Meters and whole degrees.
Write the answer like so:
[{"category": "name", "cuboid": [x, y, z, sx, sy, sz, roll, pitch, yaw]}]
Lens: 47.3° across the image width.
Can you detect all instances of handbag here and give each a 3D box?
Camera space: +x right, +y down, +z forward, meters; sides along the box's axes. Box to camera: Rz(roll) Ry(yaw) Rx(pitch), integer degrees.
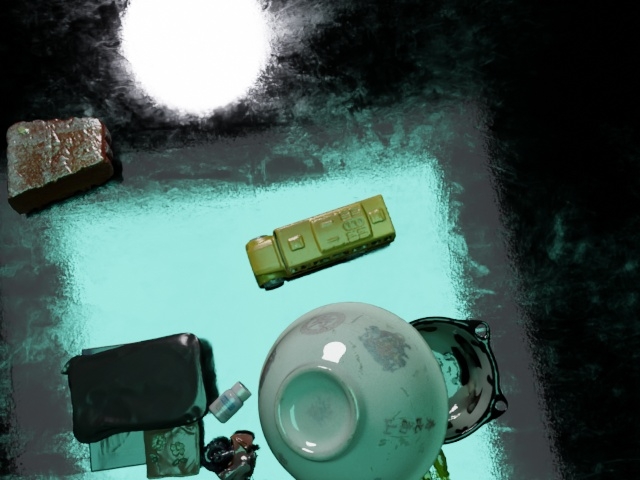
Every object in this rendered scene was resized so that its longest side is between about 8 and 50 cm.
[{"category": "handbag", "cuboid": [-0.395, 0.314, 1.554, 0.332, 0.075, 0.192, -14, 76, 12]}]

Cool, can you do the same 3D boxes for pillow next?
[{"category": "pillow", "cuboid": [-0.325, 0.395, 1.587, 0.126, 0.043, 0.233, -5, 80, -2]}]

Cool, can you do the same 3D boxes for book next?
[{"category": "book", "cuboid": [-0.423, 0.362, 1.621, 0.190, 0.025, 0.270, -6, 81, -5]}]

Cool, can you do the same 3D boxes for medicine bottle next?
[{"category": "medicine bottle", "cuboid": [-0.200, 0.358, 1.620, 0.089, 0.052, 0.052, -43, 85, -10]}]

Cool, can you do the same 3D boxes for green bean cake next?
[{"category": "green bean cake", "cuboid": [-0.593, -0.177, 1.671, 0.232, 0.097, 0.199, -9, 79, -5]}]

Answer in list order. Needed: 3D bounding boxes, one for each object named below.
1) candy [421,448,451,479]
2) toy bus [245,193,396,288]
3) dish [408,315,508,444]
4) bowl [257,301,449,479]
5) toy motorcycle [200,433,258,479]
[{"category": "candy", "cuboid": [0.143, 0.551, 1.560, 0.297, 0.081, 0.187, -16, 80, 17]}, {"category": "toy bus", "cuboid": [0.000, 0.000, 1.659, 0.335, 0.123, 0.121, -19, 81, -6]}, {"category": "dish", "cuboid": [0.250, 0.304, 1.619, 0.302, 0.120, 0.303, 0, 82, -4]}, {"category": "bowl", "cuboid": [0.025, 0.337, 1.483, 0.434, 0.196, 0.435, -2, 84, 23]}, {"category": "toy motorcycle", "cuboid": [-0.160, 0.505, 1.580, 0.118, 0.084, 0.213, -39, 98, -21]}]
